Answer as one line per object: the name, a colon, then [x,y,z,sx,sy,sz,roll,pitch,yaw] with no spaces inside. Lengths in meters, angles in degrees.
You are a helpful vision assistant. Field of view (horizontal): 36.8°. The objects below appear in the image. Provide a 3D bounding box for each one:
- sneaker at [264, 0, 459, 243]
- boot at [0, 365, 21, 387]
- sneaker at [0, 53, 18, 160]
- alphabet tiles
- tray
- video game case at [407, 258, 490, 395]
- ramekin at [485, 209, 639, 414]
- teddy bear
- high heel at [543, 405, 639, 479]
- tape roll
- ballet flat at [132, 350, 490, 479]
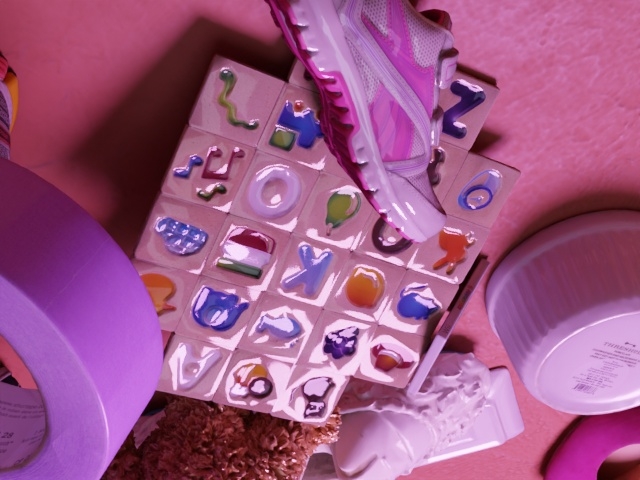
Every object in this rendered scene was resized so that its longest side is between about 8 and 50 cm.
sneaker: [0.053,-0.108,0.682,0.111,0.103,0.252,-27,124,-4]
boot: [-0.278,0.225,0.872,0.179,0.236,0.085,42,101,-12]
sneaker: [-0.278,-0.035,0.729,0.088,0.092,0.225,4,136,-14]
alphabet tiles: [0.000,0.000,0.789,0.285,0.011,0.342,17,110,-26]
tray: [0.101,0.231,1.124,0.271,0.030,0.145,-17,137,8]
video game case: [0.122,0.081,0.912,0.011,0.122,0.087,30,134,9]
ramekin: [0.274,0.079,0.935,0.207,0.109,0.207,-5,137,-5]
teddy bear: [-0.100,0.206,0.838,0.338,0.245,0.113,-30,179,-43]
high heel: [0.400,0.262,1.097,0.127,0.181,0.377,16,131,-25]
tape roll: [-0.255,0.069,0.685,0.275,0.090,0.274,11,127,15]
ballet flat: [-0.013,0.227,1.012,0.409,0.147,0.147,-13,137,5]
